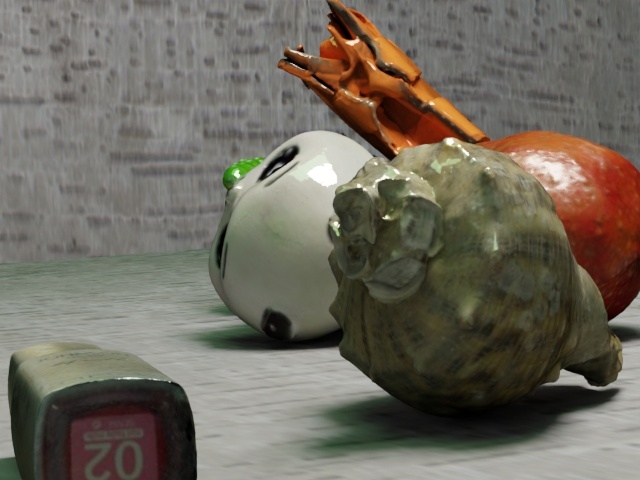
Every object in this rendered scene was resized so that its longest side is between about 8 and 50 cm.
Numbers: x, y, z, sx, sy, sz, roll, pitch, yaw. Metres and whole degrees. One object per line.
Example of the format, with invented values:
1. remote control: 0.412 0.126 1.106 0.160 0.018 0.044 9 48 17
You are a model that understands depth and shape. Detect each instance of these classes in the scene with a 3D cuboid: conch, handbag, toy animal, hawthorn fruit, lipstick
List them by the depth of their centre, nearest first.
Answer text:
1. lipstick: -0.130 0.097 0.829 0.079 0.077 0.253 -3 4 -17
2. conch: 0.088 0.044 1.023 0.210 0.159 0.291 13 -26 47
3. hawthorn fruit: 0.223 -0.003 1.416 0.253 0.205 0.205 5 6 24
4. toy animal: -0.007 -0.007 1.521 0.212 0.213 0.266 -1 -3 23
5. handbag: 0.139 -0.104 1.751 0.410 0.116 0.303 42 5 -1

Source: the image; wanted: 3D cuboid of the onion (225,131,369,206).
1. onion: -0.004 -0.006 1.774 0.200 0.201 0.207 -3 -7 -3
